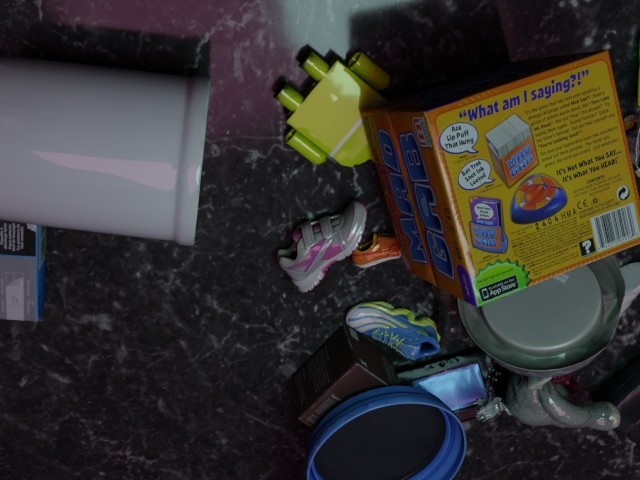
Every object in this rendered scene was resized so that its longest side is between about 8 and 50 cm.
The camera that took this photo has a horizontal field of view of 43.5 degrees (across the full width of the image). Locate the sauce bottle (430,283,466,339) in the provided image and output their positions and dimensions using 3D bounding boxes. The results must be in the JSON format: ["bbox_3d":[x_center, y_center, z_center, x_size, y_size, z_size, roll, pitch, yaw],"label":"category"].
[{"bbox_3d":[0.304,0.063,1.847,0.111,0.111,0.345,-4,116,-6],"label":"sauce bottle"}]

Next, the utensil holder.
[{"bbox_3d":[-0.414,-0.170,1.514,0.385,0.328,0.328,5,116,-8],"label":"utensil holder"}]

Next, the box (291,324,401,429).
[{"bbox_3d":[0.061,0.352,1.931,0.167,0.168,0.203,37,107,-23],"label":"box"}]

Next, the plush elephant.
[{"bbox_3d":[0.524,0.289,1.874,0.329,0.272,0.255,-5,124,-19],"label":"plush elephant"}]

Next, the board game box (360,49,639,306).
[{"bbox_3d":[0.337,-0.132,1.541,0.356,0.356,0.356,-19,103,-11],"label":"board game box"}]

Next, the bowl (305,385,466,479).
[{"bbox_3d":[0.149,0.500,1.893,0.391,0.077,0.391,-8,124,-11],"label":"bowl"}]

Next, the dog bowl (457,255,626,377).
[{"bbox_3d":[0.474,0.136,1.732,0.348,0.349,0.102,-21,147,3],"label":"dog bowl"}]

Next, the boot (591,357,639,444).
[{"bbox_3d":[0.987,0.382,2.089,0.367,0.146,0.445,38,103,-13],"label":"boot"}]

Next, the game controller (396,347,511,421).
[{"bbox_3d":[0.322,0.376,2.010,0.319,0.067,0.167,-15,80,-2],"label":"game controller"}]

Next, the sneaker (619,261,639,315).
[{"bbox_3d":[0.744,0.139,1.984,0.094,0.080,0.212,30,117,-33],"label":"sneaker"}]

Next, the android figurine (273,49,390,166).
[{"bbox_3d":[0.044,-0.267,1.676,0.272,0.056,0.248,33,108,-21],"label":"android figurine"}]

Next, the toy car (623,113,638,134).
[{"bbox_3d":[0.724,-0.265,1.797,0.122,0.060,0.041,-7,74,-23],"label":"toy car"}]

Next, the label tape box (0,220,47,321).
[{"bbox_3d":[-0.761,0.031,1.681,0.347,0.115,0.249,4,116,-12],"label":"label tape box"}]

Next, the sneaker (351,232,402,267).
[{"bbox_3d":[0.154,0.009,1.831,0.175,0.064,0.067,-19,108,-1],"label":"sneaker"}]

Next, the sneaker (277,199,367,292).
[{"bbox_3d":[0.000,0.000,1.780,0.111,0.103,0.252,36,106,-24],"label":"sneaker"}]

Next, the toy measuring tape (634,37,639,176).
[{"bbox_3d":[0.728,-0.298,1.695,0.121,0.121,0.330,-2,97,-7],"label":"toy measuring tape"}]

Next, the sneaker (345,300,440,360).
[{"bbox_3d":[0.182,0.216,1.903,0.240,0.126,0.091,10,115,-13],"label":"sneaker"}]
